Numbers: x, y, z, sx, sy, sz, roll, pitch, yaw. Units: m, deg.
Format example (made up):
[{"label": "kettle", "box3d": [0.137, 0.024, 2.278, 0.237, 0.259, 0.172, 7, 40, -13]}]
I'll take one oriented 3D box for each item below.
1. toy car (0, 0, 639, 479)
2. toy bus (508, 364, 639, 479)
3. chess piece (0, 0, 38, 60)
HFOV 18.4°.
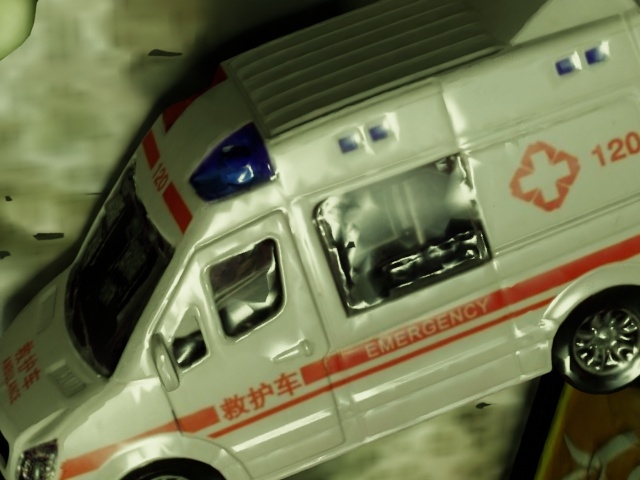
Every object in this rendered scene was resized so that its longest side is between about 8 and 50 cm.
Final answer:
[{"label": "toy car", "box3d": [0.000, 0.000, 0.531, 0.209, 0.089, 0.108, -21, 122, -4]}, {"label": "toy bus", "box3d": [0.216, 0.129, 0.602, 0.323, 0.194, 0.162, 6, 117, -14]}, {"label": "chess piece", "box3d": [-0.153, -0.200, 0.242, 0.234, 0.234, 0.442, -36, 143, 7]}]
